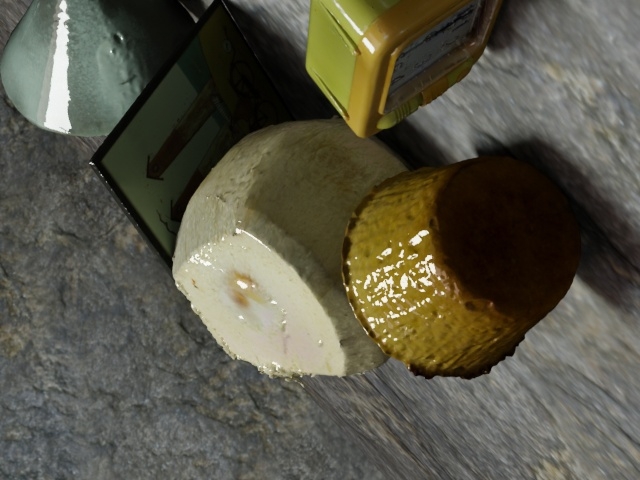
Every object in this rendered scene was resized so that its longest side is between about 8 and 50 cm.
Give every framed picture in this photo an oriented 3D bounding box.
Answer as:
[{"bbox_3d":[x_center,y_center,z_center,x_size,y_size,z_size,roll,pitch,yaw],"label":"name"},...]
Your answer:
[{"bbox_3d":[-0.131,-0.104,1.658,0.013,0.324,0.244,-9,127,36],"label":"framed picture"}]

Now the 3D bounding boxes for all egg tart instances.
[{"bbox_3d":[0.136,0.017,1.297,0.215,0.215,0.171,50,156,-2],"label":"egg tart"}]

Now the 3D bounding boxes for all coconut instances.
[{"bbox_3d":[0.000,0.000,1.560,0.297,0.254,0.297,26,142,23],"label":"coconut"}]

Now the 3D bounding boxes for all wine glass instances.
[{"bbox_3d":[-0.299,-0.334,1.653,0.267,0.267,0.406,44,163,23],"label":"wine glass"}]

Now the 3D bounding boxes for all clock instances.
[{"bbox_3d":[0.067,-0.175,1.095,0.096,0.143,0.202,55,169,13],"label":"clock"}]
